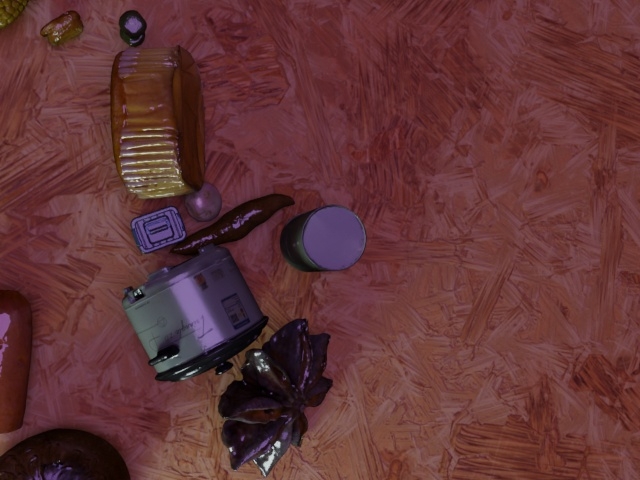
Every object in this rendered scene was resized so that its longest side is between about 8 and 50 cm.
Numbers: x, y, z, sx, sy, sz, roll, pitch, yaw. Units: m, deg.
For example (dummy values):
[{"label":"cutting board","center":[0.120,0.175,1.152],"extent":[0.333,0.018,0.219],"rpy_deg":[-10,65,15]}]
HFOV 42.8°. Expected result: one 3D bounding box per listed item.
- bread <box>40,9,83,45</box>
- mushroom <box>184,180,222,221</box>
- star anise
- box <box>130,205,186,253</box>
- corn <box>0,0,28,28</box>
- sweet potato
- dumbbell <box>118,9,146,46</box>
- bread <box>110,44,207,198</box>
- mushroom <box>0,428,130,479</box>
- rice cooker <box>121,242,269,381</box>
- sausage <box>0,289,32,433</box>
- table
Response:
[{"label":"bread","center":[-0.491,-0.405,1.559],"extent":[0.083,0.081,0.046],"rpy_deg":[-23,106,18]},{"label":"mushroom","center":[-0.235,-0.077,1.623],"extent":[0.083,0.067,0.084],"rpy_deg":[17,66,-43]},{"label":"star anise","center":[-0.087,0.300,1.579],"extent":[0.331,0.117,0.332],"rpy_deg":[-29,126,-50]},{"label":"box","center":[-0.319,-0.021,1.606],"extent":[0.099,0.054,0.074],"rpy_deg":[-20,96,-14]},{"label":"corn","center":[-0.558,-0.555,1.526],"extent":[0.120,0.120,0.363],"rpy_deg":[25,81,-13]},{"label":"sweet potato","center":[-0.177,-0.029,1.637],"extent":[0.273,0.067,0.067],"rpy_deg":[-28,96,-12]},{"label":"dumbbell","center":[-0.361,-0.406,1.570],"extent":[0.046,0.118,0.052],"rpy_deg":[-44,101,-7]},{"label":"bread","center":[-0.315,-0.223,1.552],"extent":[0.156,0.204,0.288],"rpy_deg":[-4,86,7]},{"label":"mushroom","center":[-0.487,0.493,1.496],"extent":[0.278,0.163,0.297],"rpy_deg":[45,77,-9]},{"label":"rice cooker","center":[-0.232,0.146,1.533],"extent":[0.241,0.280,0.227],"rpy_deg":[-27,92,31]},{"label":"sausage","center":[-0.592,0.219,1.503],"extent":[0.113,0.113,0.259],"rpy_deg":[6,89,-14]},{"label":"table","center":[0.000,0.000,1.602],"extent":[0.126,0.220,0.126],"rpy_deg":[0,88,-13]}]
